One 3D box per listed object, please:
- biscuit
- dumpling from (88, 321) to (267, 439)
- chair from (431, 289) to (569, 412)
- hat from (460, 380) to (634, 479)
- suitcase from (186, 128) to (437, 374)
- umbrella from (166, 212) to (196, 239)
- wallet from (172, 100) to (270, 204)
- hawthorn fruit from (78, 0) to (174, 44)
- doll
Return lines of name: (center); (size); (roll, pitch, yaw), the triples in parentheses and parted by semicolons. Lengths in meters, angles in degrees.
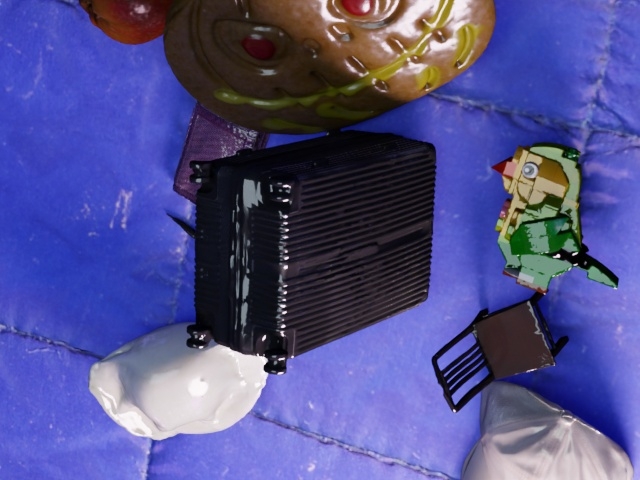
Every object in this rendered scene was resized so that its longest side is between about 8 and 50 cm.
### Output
biscuit: (-0.005, -0.251, 1.520); (0.394, 0.350, 0.070); (-26, 47, 34)
dumpling: (-0.187, 0.204, 1.816); (0.252, 0.131, 0.179); (-18, 117, 5)
chair: (0.218, 0.131, 1.559); (0.101, 0.212, 0.084); (-22, 93, 26)
hat: (0.258, 0.309, 1.632); (0.220, 0.164, 0.226); (28, 91, 15)
suitcase: (0.000, 0.000, 1.548); (0.152, 0.335, 0.229); (14, 109, 35)
umbrella: (-0.158, 0.004, 1.793); (0.149, 0.022, 0.022); (36, 88, 11)
wallet: (-0.135, -0.117, 1.747); (0.111, 0.030, 0.165); (25, 112, 14)
hawthorn fruit: (-0.218, -0.366, 1.653); (0.225, 0.196, 0.196); (-40, 85, -4)
doll: (0.275, -0.027, 1.555); (0.134, 0.106, 0.186); (-8, 99, 19)
